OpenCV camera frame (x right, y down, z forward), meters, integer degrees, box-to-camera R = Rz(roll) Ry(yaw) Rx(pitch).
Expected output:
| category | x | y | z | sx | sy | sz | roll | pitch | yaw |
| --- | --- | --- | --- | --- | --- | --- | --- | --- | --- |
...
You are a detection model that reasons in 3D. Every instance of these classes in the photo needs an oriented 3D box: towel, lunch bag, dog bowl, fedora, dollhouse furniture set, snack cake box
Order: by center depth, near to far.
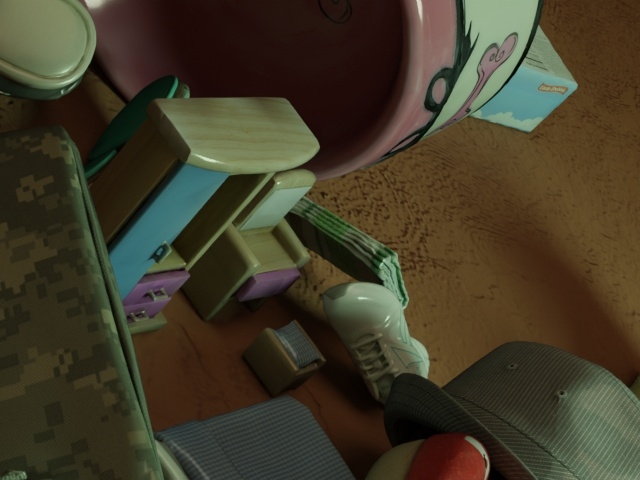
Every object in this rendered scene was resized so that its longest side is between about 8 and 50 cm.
| category | x | y | z | sx | sy | sz | roll | pitch | yaw |
| --- | --- | --- | --- | --- | --- | --- | --- | --- | --- |
| lunch bag | -0.217 | 0.105 | 0.722 | 0.256 | 0.212 | 0.305 | -7 | 48 | -15 |
| dollhouse furniture set | -0.010 | 0.084 | 1.015 | 0.286 | 0.198 | 0.303 | -9 | 58 | -55 |
| fedora | 0.171 | 0.166 | 1.082 | 0.275 | 0.124 | 0.244 | 28 | -26 | 54 |
| dog bowl | -0.037 | -0.224 | 1.213 | 0.408 | 0.408 | 0.150 | 44 | 48 | 0 |
| towel | 0.000 | 0.000 | 1.232 | 0.152 | 0.023 | 0.113 | 32 | -14 | 19 |
| snack cake box | 0.155 | -0.223 | 1.744 | 0.264 | 0.089 | 0.152 | 10 | 45 | -45 |

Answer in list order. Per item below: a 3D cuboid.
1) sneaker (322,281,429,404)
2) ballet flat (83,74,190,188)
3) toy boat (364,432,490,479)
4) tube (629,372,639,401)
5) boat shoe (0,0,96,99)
| category | x | y | z | sx | sy | sz | roll | pitch | yaw |
| --- | --- | --- | --- | --- | --- | --- | --- | --- | --- |
| sneaker | 0.048 | 0.086 | 1.198 | 0.152 | 0.053 | 0.061 | 51 | 27 | -43 |
| ballet flat | -0.143 | -0.046 | 1.163 | 0.079 | 0.077 | 0.221 | 56 | 30 | -17 |
| toy boat | 0.106 | 0.229 | 0.936 | 0.151 | 0.151 | 0.231 | -17 | 94 | -74 |
| tube | 0.311 | 0.170 | 1.455 | 0.062 | 0.070 | 0.240 | 8 | 12 | 24 |
| boat shoe | -0.325 | -0.191 | 1.114 | 0.335 | 0.095 | 0.112 | 27 | 68 | -20 |
